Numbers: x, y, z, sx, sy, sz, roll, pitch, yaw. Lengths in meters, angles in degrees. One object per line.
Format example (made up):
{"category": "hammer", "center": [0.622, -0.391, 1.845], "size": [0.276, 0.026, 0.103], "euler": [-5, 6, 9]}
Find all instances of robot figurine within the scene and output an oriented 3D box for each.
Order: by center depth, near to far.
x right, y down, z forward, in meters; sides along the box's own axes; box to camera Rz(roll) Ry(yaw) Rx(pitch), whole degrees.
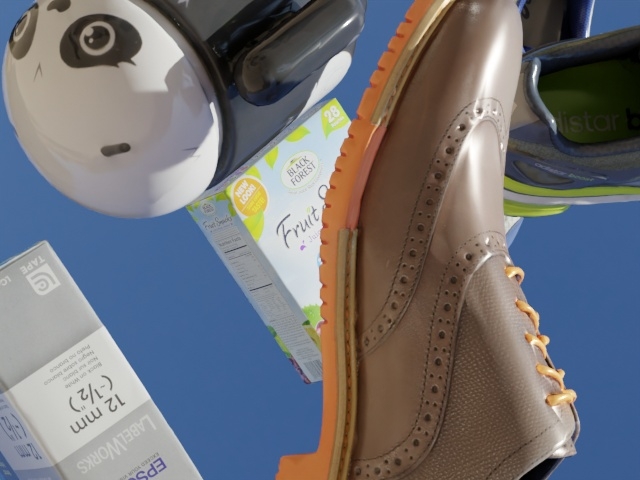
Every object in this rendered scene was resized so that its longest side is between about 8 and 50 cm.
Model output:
{"category": "robot figurine", "center": [-0.087, -0.135, 1.185], "size": [0.278, 0.173, 0.209], "euler": [-42, 175, -37]}

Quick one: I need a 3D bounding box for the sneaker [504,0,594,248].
{"category": "sneaker", "center": [0.158, -0.116, 1.479], "size": [0.131, 0.112, 0.296], "euler": [-152, -111, -65]}

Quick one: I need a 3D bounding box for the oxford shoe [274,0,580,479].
{"category": "oxford shoe", "center": [0.069, 0.050, 0.856], "size": [0.132, 0.130, 0.364], "euler": [10, -91, 21]}

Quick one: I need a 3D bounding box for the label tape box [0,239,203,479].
{"category": "label tape box", "center": [-0.223, 0.183, 1.597], "size": [0.115, 0.348, 0.249], "euler": [-33, -175, -22]}

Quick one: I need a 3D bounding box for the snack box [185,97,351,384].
{"category": "snack box", "center": [0.000, 0.000, 1.649], "size": [0.174, 0.207, 0.070], "euler": [-43, -166, -37]}

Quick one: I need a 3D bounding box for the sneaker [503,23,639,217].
{"category": "sneaker", "center": [0.224, -0.076, 1.025], "size": [0.300, 0.121, 0.111], "euler": [-10, -99, -12]}
